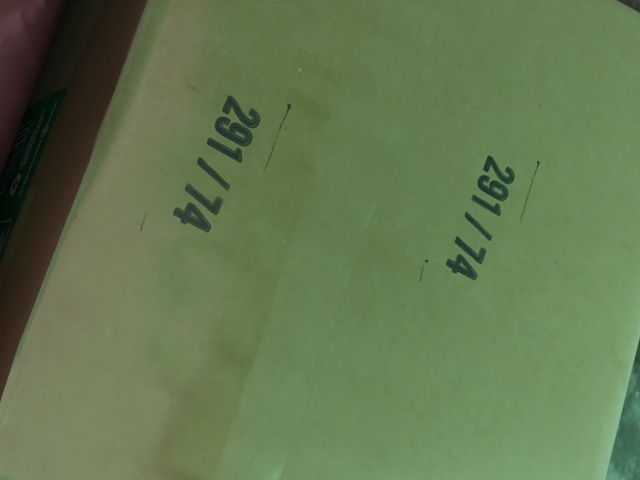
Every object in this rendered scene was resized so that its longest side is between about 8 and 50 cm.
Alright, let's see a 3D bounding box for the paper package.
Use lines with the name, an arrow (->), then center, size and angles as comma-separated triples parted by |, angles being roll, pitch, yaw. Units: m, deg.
paper package -> 0.000, 0.000, 0.630 | 0.309, 0.168, 0.325 | 22, 76, -21
